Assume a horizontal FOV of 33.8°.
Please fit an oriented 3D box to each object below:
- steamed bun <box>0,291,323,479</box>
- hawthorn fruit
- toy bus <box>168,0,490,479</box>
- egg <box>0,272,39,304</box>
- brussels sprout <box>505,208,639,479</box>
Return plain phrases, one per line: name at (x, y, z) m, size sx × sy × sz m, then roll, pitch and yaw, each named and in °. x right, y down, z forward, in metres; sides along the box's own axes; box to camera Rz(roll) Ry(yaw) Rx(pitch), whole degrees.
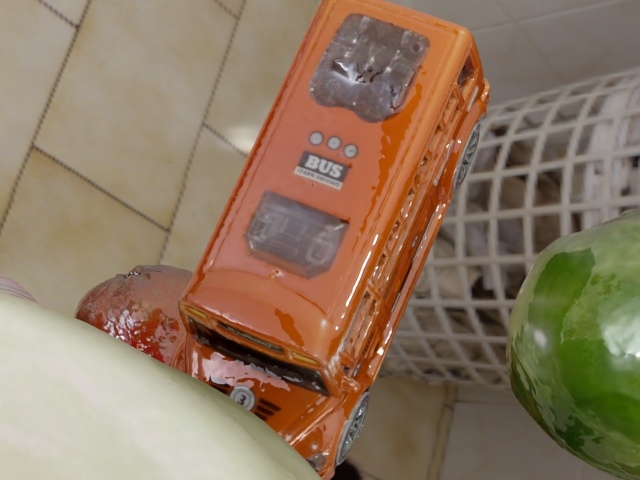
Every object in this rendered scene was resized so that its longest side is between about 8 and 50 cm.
steamed bun at (-0.089, 0.229, 0.504) m, size 0.290 × 0.456 × 0.371 m, roll -37°, pitch 164°, yaw -4°
hawthorn fruit at (-0.189, 0.125, 1.154) m, size 0.157 × 0.157 × 0.194 m, roll -12°, pitch 101°, yaw -49°
toy bus at (0.000, 0.000, 0.739) m, size 0.329 × 0.143 × 0.153 m, roll -65°, pitch 165°, yaw -9°
egg at (-0.372, 0.117, 1.089) m, size 0.196 × 0.271 × 0.196 m, roll -8°, pitch 113°, yaw -19°
brussels sprout at (0.244, 0.078, 0.738) m, size 0.244 × 0.244 × 0.244 m, roll 6°, pitch 83°, yaw -49°
